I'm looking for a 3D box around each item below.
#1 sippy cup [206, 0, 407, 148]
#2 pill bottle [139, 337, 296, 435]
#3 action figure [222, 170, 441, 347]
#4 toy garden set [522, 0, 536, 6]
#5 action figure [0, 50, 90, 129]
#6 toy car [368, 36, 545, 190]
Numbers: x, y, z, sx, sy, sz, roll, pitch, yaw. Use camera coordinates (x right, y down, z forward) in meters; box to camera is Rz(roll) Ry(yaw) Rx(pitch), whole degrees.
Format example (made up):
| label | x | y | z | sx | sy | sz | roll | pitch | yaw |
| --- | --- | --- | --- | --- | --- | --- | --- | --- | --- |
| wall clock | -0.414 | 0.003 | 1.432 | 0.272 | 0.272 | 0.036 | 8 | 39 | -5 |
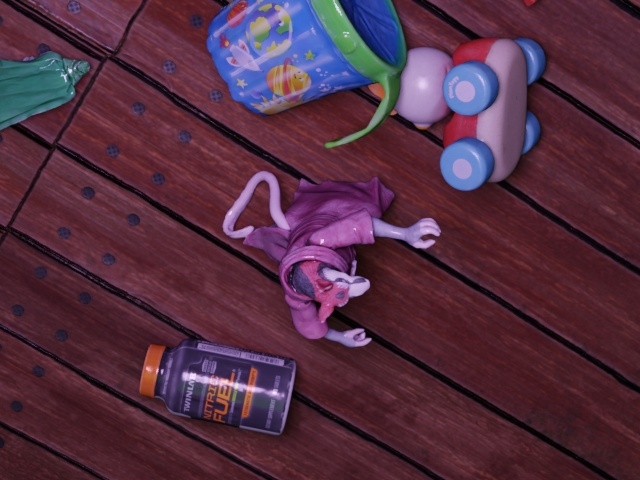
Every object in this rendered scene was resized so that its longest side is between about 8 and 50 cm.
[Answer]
| label | x | y | z | sx | sy | sz | roll | pitch | yaw |
| --- | --- | --- | --- | --- | --- | --- | --- | --- | --- |
| sippy cup | -0.030 | -0.293 | 1.617 | 0.224 | 0.305 | 0.240 | -26 | 146 | 25 |
| pill bottle | -0.170 | 0.235 | 1.874 | 0.246 | 0.130 | 0.130 | 11 | 112 | -1 |
| action figure | 0.000 | 0.000 | 1.644 | 0.276 | 0.370 | 0.248 | 29 | 108 | -5 |
| toy garden set | 0.321 | -0.475 | 1.616 | 0.244 | 0.049 | 0.203 | -33 | 105 | 14 |
| action figure | -0.457 | -0.233 | 1.735 | 0.232 | 0.063 | 0.137 | -14 | 109 | 12 |
| toy car | 0.179 | -0.202 | 1.678 | 0.238 | 0.219 | 0.210 | 13 | 116 | 29 |
